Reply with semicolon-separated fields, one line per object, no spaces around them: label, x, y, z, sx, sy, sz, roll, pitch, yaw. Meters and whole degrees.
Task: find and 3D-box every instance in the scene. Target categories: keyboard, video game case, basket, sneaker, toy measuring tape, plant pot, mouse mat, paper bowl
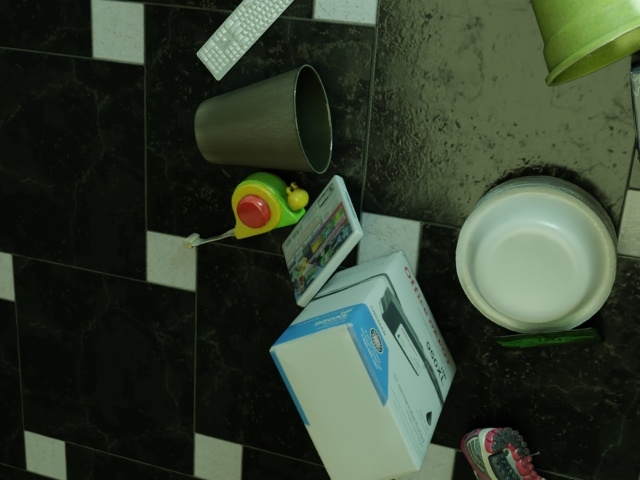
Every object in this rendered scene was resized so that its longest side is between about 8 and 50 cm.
keyboard;-0.139;-0.420;1.671;0.256;0.014;0.072;-41;91;27
video game case;0.000;0.000;1.684;0.023;0.183;0.201;23;120;-29
basket;-0.113;-0.218;1.659;0.227;0.154;0.204;-4;105;25
sneaker;0.393;0.501;1.747;0.112;0.121;0.299;-15;105;54
toy measuring tape;-0.167;-0.066;1.755;0.330;0.121;0.121;-13;103;33
plant pot;0.425;-0.416;1.346;0.276;0.276;0.253;-27;86;26
mouse mat;0.423;0.184;1.605;0.190;0.152;0.007;-7;72;23
paper bowl;0.386;0.035;1.560;0.284;0.148;0.284;6;109;17

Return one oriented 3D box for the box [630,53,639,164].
box;0.561;-0.214;1.351;0.142;0.247;0.163;-7;105;21

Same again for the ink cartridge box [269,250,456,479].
ink cartridge box;0.096;0.221;1.594;0.166;0.395;0.285;-21;100;23
